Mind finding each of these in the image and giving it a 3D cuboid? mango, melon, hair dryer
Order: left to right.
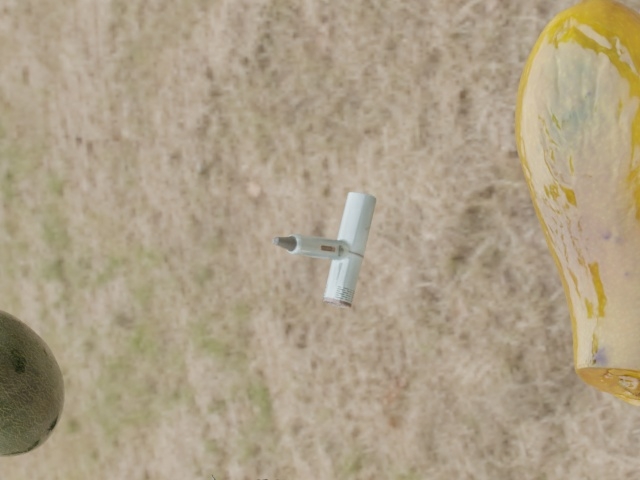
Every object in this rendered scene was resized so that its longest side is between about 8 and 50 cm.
[{"bbox_3d":[-0.285,0.121,0.886,0.114,0.114,0.167,55,172,40],"label":"melon"},{"bbox_3d":[0.001,-0.008,1.329,0.044,0.183,0.155,4,75,36],"label":"hair dryer"},{"bbox_3d":[0.262,-0.034,0.890,0.144,0.187,0.360,-13,89,53],"label":"mango"}]

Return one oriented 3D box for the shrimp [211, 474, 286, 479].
[{"bbox_3d":[-0.089,0.444,1.499,0.372,0.137,0.172,-158,67,-74],"label":"shrimp"}]
